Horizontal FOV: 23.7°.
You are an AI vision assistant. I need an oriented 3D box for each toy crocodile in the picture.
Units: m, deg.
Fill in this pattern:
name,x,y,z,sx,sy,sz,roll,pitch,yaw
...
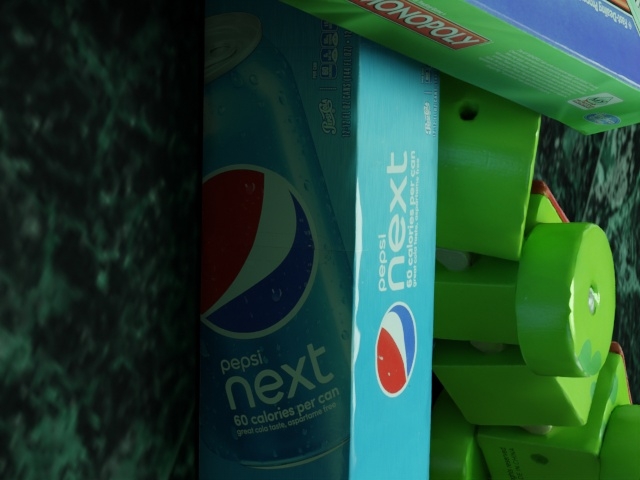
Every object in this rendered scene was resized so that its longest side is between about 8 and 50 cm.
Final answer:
name,x,y,z,sx,sy,sz,roll,pitch,yaw
toy crocodile,0.097,0.052,0.709,0.340,0.115,0.105,62,40,-43

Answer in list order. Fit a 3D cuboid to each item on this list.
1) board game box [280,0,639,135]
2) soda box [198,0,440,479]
name,x,y,z,sx,sy,sz,roll,pitch,yaw
board game box,0.024,-0.169,0.487,0.317,0.046,0.213,13,69,-54
soda box,0.000,0.000,0.573,0.071,0.067,0.210,-7,98,-61
